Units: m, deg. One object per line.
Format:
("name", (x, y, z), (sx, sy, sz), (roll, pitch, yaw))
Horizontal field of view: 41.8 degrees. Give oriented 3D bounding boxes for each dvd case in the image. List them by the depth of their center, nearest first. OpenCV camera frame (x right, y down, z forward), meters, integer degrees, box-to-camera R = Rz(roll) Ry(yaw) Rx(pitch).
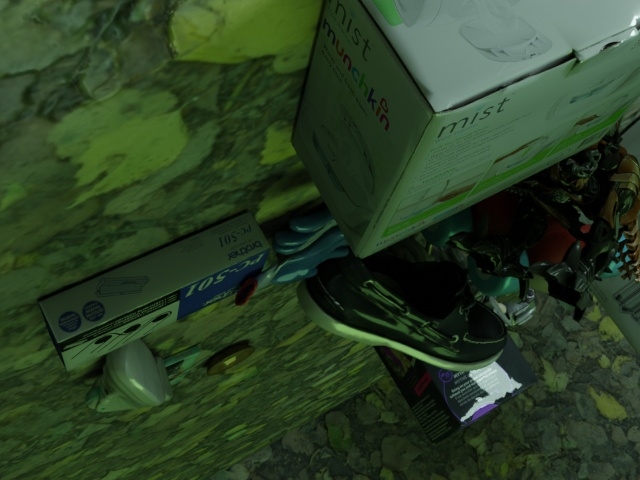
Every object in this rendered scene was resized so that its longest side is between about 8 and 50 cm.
("dvd case", (-0.217, 0.186, 1.151), (0.087, 0.013, 0.119), (-20, 162, -33))

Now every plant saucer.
("plant saucer", (-0.138, 0.177, 1.266), (0.083, 0.015, 0.083), (-28, 163, -9))

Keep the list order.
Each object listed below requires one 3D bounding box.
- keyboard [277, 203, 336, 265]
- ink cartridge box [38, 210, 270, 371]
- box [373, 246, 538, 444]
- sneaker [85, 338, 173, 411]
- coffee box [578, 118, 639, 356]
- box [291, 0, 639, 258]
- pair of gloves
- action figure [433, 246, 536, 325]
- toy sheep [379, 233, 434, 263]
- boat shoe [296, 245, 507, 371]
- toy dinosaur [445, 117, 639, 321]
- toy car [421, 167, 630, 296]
("keyboard", (0.000, 0.000, 0.966), (0.108, 0.023, 0.180), (-23, 164, -6))
("ink cartridge box", (-0.152, 0.048, 0.786), (0.207, 0.046, 0.097), (-25, 164, -20))
("box", (0.197, 0.169, 1.379), (0.165, 0.270, 0.143), (-24, 163, -22))
("sneaker", (-0.232, 0.169, 0.974), (0.094, 0.080, 0.212), (-17, 164, -6))
("coffee box", (0.667, -0.046, 1.461), (0.334, 0.337, 0.338), (-20, 160, -34))
("box", (0.130, -0.125, 0.624), (0.262, 0.127, 0.231), (-26, 163, -17))
("pair of gloves", (0.001, -0.001, 0.816), (0.159, 0.023, 0.198), (-27, 166, -36))
("action figure", (0.267, 0.037, 1.310), (0.099, 0.185, 0.285), (-22, -174, 27))
("toy sheep", (0.117, 0.035, 1.171), (0.132, 0.091, 0.091), (-10, 155, -38))
("boat shoe", (0.135, 0.074, 1.065), (0.340, 0.127, 0.113), (19, 121, -30))
("toy dinosaur", (0.271, -0.043, 0.873), (0.218, 0.322, 0.164), (-56, -163, -10))
("toy car", (0.278, -0.077, 1.036), (0.219, 0.210, 0.238), (-5, 124, -30))
